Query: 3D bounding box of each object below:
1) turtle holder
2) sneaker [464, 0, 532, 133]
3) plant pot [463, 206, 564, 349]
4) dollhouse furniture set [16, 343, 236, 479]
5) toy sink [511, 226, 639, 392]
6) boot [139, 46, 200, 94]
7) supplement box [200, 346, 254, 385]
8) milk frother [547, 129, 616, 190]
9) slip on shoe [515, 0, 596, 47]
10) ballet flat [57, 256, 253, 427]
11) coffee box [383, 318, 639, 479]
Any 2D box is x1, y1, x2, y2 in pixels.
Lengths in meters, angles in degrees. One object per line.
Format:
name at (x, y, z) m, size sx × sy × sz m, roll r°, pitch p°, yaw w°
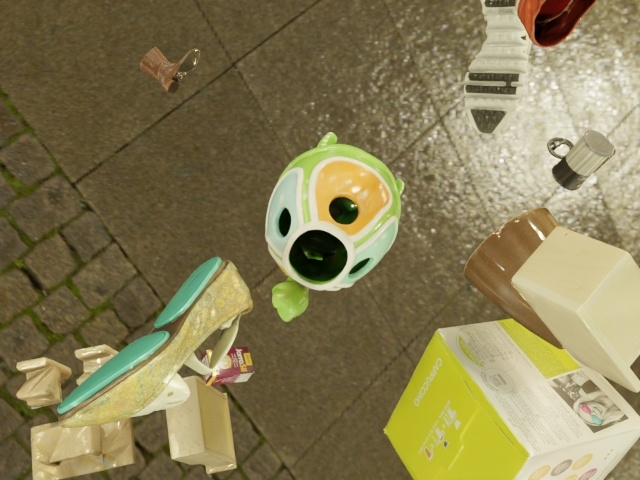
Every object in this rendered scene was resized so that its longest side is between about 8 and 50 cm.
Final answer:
turtle holder at (-0.007, -0.016, 1.435) m, size 0.243 × 0.320 × 0.227 m, roll 50°, pitch 30°, yaw -20°
sneaker at (0.330, -0.333, 1.394) m, size 0.118 × 0.110 × 0.292 m, roll -10°, pitch 112°, yaw -58°
plant pot at (0.437, 0.090, 1.551) m, size 0.215 × 0.230 × 0.215 m, roll -27°, pitch 151°, yaw -16°
dollhouse furniture set at (-0.408, 0.424, 1.684) m, size 0.394 × 0.256 × 0.362 m, roll -13°, pitch 67°, yaw 4°
toy sink at (0.446, 0.107, 1.263) m, size 0.131 × 0.153 × 0.234 m, roll -47°, pitch 120°, yaw -6°
boot at (-0.297, -0.353, 1.543) m, size 0.106 × 0.114 × 0.037 m, roll -50°, pitch 147°, yaw 7°
supplement box at (-0.170, 0.229, 1.441) m, size 0.083 × 0.043 × 0.055 m, roll -2°, pitch 58°, yaw -31°
milk frother at (0.627, -0.222, 1.930) m, size 0.129 × 0.135 × 0.143 m, roll -28°, pitch 71°, yaw -39°
slip on shoe at (0.377, -0.399, 1.127) m, size 0.123 × 0.331 × 0.101 m, roll -2°, pitch 66°, yaw -12°
ballet flat at (-0.199, 0.155, 1.067) m, size 0.348 × 0.123 × 0.123 m, roll -50°, pitch 124°, yaw -47°
coffee box at (0.395, 0.402, 1.694) m, size 0.334 × 0.338 × 0.338 m, roll -4°, pitch 131°, yaw -31°
